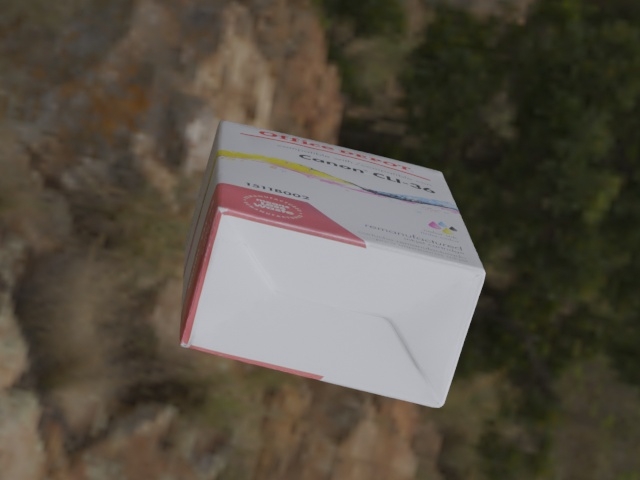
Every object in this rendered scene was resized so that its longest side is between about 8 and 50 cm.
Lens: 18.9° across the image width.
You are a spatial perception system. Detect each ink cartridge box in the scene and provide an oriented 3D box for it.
[{"bbox_3d":[0.000,0.000,0.873,0.198,0.115,0.067,-102,-153,-73],"label":"ink cartridge box"}]
